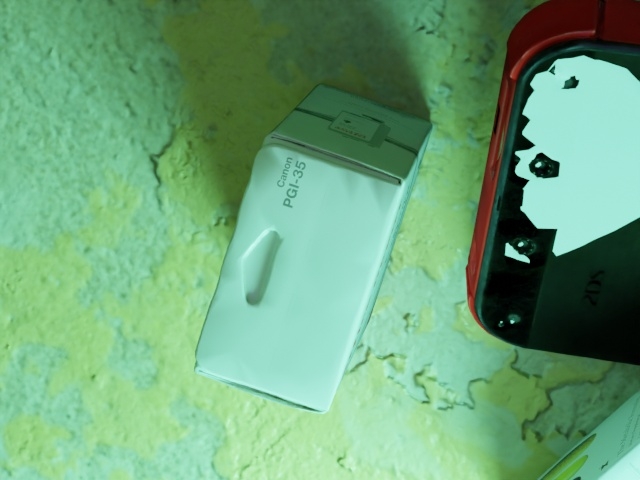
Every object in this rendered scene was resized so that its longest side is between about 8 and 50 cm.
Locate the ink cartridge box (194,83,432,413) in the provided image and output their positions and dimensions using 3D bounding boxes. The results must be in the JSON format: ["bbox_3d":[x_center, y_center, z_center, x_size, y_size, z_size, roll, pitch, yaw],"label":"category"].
[{"bbox_3d":[0.000,0.000,1.533,0.117,0.283,0.207,19,105,3],"label":"ink cartridge box"}]

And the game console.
[{"bbox_3d":[0.302,-0.028,1.508,0.342,0.060,0.386,8,138,2],"label":"game console"}]

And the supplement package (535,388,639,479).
[{"bbox_3d":[0.270,0.241,1.600,0.134,0.139,0.244,42,118,-3],"label":"supplement package"}]
